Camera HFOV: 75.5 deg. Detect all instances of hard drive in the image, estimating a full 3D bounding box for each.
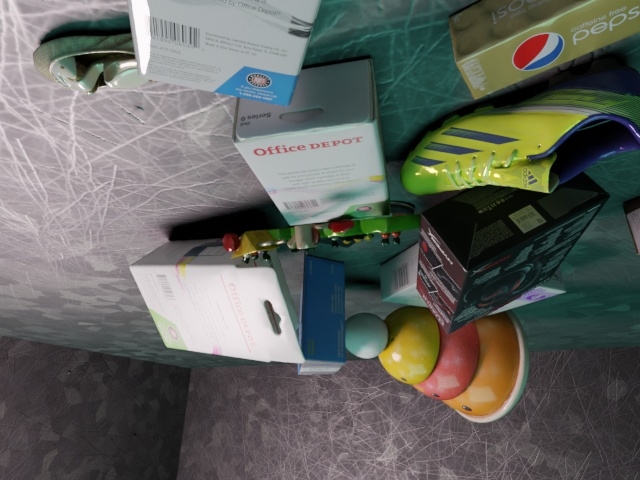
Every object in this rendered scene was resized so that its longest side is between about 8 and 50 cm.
[{"bbox_3d":[0.015,-0.020,0.807,0.135,0.022,0.094,11,154,-20],"label":"hard drive"}]

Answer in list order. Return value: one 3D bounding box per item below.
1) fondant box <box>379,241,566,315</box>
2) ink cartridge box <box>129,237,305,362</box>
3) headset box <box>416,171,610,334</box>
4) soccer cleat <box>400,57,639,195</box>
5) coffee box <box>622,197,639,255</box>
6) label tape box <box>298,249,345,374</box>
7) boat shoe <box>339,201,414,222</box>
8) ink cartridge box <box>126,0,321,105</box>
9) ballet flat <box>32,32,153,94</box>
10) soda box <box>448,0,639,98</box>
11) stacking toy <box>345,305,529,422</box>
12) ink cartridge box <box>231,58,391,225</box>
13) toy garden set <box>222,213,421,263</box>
[{"bbox_3d":[0.339,0.087,0.951,0.331,0.096,0.238,10,154,-21],"label":"fondant box"},{"bbox_3d":[-0.176,0.108,0.798,0.354,0.119,0.207,-2,115,30],"label":"ink cartridge box"},{"bbox_3d":[0.274,0.025,0.660,0.218,0.110,0.293,-27,149,-4],"label":"headset box"},{"bbox_3d":[0.222,-0.102,0.494,0.289,0.121,0.093,-19,150,37],"label":"soccer cleat"},{"bbox_3d":[0.637,-0.049,0.629,0.141,0.098,0.246,13,153,-26],"label":"coffee box"},{"bbox_3d":[0.004,0.184,0.997,0.106,0.240,0.333,2,156,-3],"label":"label tape box"},{"bbox_3d":[0.100,-0.042,0.731,0.137,0.043,0.049,2,154,-5],"label":"boat shoe"},{"bbox_3d":[-0.071,-0.206,0.317,0.140,0.082,0.190,7,154,-14],"label":"ink cartridge box"},{"bbox_3d":[-0.225,-0.177,0.421,0.168,0.052,0.057,-5,156,13],"label":"ballet flat"},{"bbox_3d":[0.209,-0.196,0.355,0.181,0.061,0.058,-16,152,32],"label":"soda box"},{"bbox_3d":[0.273,0.289,1.139,0.480,0.350,0.350,14,153,-16],"label":"stacking toy"},{"bbox_3d":[0.003,-0.108,0.524,0.154,0.093,0.212,-5,158,12],"label":"ink cartridge box"},{"bbox_3d":[0.000,0.000,0.612,0.244,0.049,0.204,-4,-178,42],"label":"toy garden set"}]
